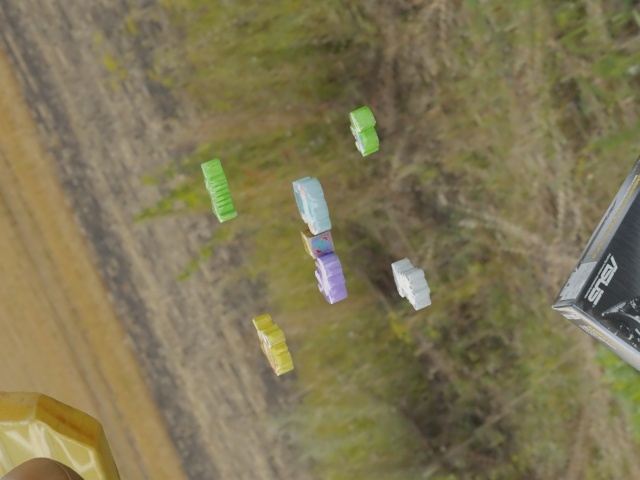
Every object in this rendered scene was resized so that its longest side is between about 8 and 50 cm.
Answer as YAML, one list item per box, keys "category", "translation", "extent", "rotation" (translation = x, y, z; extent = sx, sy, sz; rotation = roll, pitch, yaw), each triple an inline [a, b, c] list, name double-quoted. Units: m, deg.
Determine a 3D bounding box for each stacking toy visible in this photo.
- category: "stacking toy"
  translation: [0.000, 0.000, 1.242]
  extent: [0.052, 0.167, 0.221]
  rotation: [-137, 27, -61]

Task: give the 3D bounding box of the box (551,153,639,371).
- category: "box"
  translation: [0.372, 0.024, 1.375]
  extent: [0.183, 0.231, 0.056]
  rotation: [35, 167, -9]

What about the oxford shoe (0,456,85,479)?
- category: "oxford shoe"
  translation: [-0.165, 0.186, 0.571]
  extent: [0.076, 0.212, 0.076]
  rotation: [42, 174, -33]

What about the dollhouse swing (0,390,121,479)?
- category: "dollhouse swing"
  translation: [-0.307, 0.315, 1.053]
  extent: [0.305, 0.347, 0.315]
  rotation: [80, -167, -63]
